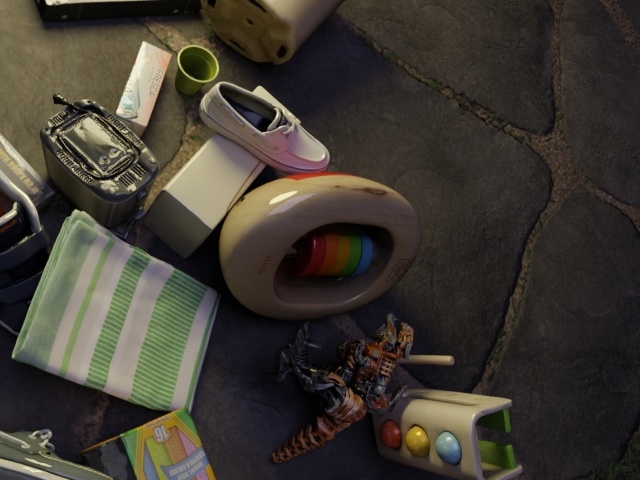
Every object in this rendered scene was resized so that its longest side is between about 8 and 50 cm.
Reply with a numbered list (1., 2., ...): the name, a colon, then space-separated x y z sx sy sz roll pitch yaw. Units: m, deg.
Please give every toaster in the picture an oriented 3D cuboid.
1. toaster: -0.383 -0.129 1.203 0.227 0.146 0.129 41 59 4

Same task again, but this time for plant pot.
1. plant pot: -0.082 -0.553 1.489 0.333 0.334 0.306 35 69 -12
2. plant pot: -0.255 -0.332 1.415 0.083 0.079 0.083 11 65 -24

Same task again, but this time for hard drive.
1. hard drive: -0.421 -0.567 1.432 0.338 0.064 0.237 -14 78 -34

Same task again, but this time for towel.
1. towel: -0.306 0.127 1.146 0.325 0.038 0.248 37 54 -41

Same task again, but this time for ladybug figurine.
1. ladybug figurine: 0.000 0.000 1.315 0.449 0.305 0.162 8 31 -42

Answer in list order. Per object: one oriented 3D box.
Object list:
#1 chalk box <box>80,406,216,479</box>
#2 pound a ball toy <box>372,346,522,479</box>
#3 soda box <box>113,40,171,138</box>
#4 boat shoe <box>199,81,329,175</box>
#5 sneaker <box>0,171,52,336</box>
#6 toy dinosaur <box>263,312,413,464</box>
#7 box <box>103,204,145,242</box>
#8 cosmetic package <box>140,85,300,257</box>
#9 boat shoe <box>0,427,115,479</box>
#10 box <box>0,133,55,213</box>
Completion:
1. chalk box: -0.244 0.385 1.073 0.132 0.132 0.213 -14 78 -50
2. pound a ball toy: 0.190 0.308 1.281 0.135 0.319 0.208 -9 90 -32
3. soda box: -0.344 -0.288 1.360 0.063 0.058 0.183 22 60 -20
4. boat shoe: -0.087 -0.195 1.257 0.258 0.084 0.095 22 61 -21
5. sneaker: -0.472 0.023 1.068 0.126 0.127 0.321 -44 115 -37
6. toy dinosaur: 0.026 0.254 1.258 0.218 0.164 0.322 40 62 4
7. box: -0.362 -0.047 1.273 0.067 0.018 0.083 28 59 -16
8. cosmetic package: -0.183 -0.130 1.324 0.113 0.160 0.309 40 57 -10
9. boat shoe: -0.429 0.299 1.006 0.319 0.116 0.099 17 48 0
10. box: -0.583 -0.103 1.150 0.231 0.056 0.183 48 55 -4
